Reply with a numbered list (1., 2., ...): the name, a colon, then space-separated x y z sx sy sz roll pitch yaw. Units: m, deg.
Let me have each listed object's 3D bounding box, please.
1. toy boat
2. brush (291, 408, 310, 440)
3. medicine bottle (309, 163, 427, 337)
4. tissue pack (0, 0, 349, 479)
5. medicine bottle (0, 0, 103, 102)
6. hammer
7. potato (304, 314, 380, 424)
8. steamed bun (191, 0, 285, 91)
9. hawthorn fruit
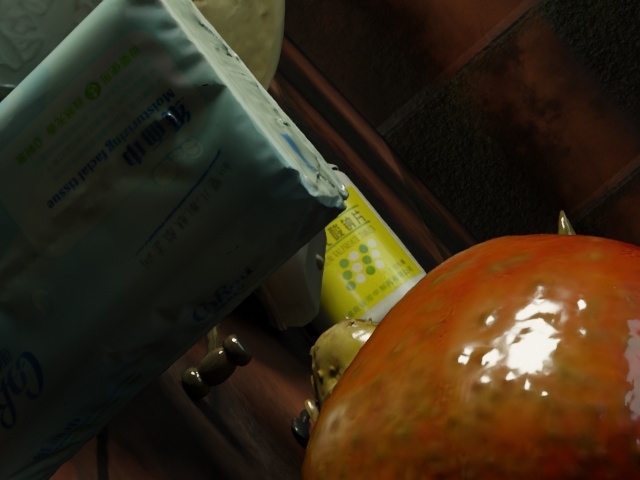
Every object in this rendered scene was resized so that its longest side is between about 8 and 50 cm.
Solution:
1. toy boat: -0.067 -0.012 1.604 0.141 0.141 0.269 56 5 32
2. brush: -0.017 0.171 1.507 0.024 0.008 0.083 47 10 -4
3. medicine bottle: 0.000 0.000 1.834 0.258 0.143 0.143 51 10 10
4. tissue pack: -0.136 -0.002 0.902 0.177 0.263 0.089 51 13 16
5. medicine bottle: -0.275 -0.256 1.165 0.395 0.242 0.242 43 4 38
6. hammer: -0.094 0.074 1.443 0.029 0.058 0.292 53 4 -13
7. potato: 0.098 0.196 1.440 0.296 0.191 0.141 49 42 0
8. steamed bun: -0.228 -0.334 1.655 0.456 0.290 0.371 43 11 -35
9. hawthorn fruit: 0.178 0.162 1.190 0.403 0.403 0.403 48 10 -11
